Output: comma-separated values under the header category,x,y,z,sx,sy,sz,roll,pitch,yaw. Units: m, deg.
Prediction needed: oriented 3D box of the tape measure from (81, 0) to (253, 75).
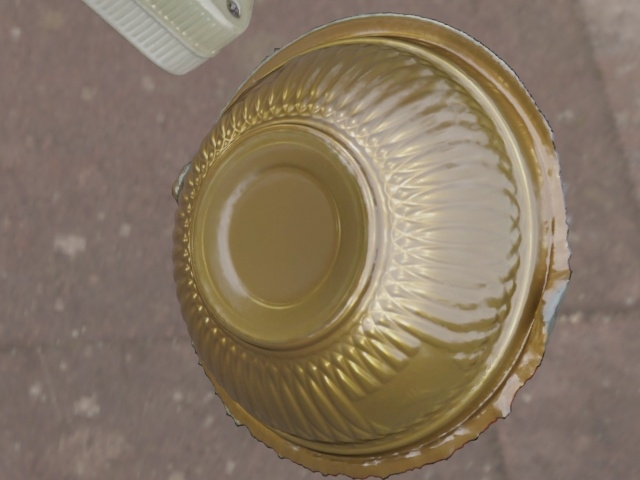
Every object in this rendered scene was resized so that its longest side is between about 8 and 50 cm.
category,x,y,z,sx,sy,sz,roll,pitch,yaw
tape measure,-0.179,-0.323,1.829,0.271,0.133,0.231,38,34,-28

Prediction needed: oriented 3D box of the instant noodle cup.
category,x,y,z,sx,sy,sz,roll,pitch,yaw
instant noodle cup,0.000,0.000,1.034,0.091,0.274,0.274,7,47,-55
